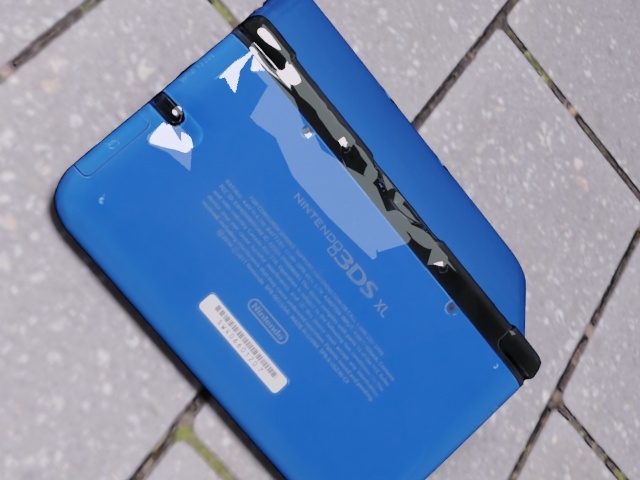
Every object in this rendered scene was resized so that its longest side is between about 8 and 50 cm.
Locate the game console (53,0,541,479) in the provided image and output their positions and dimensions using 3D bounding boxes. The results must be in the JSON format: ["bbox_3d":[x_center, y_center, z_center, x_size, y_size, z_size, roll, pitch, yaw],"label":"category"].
[{"bbox_3d":[0.000,0.000,0.818,0.250,0.173,0.293,-42,100,-10],"label":"game console"}]
